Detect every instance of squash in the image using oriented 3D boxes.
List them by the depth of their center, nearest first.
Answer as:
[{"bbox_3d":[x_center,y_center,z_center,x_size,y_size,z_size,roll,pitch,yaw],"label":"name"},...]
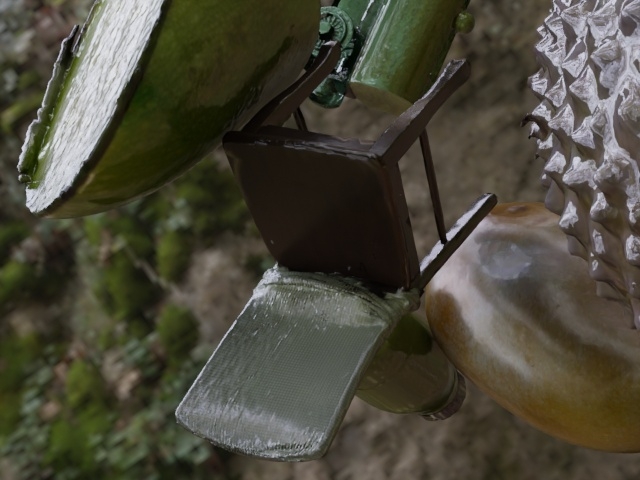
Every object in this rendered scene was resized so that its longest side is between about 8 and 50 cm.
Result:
[{"bbox_3d":[-0.161,-0.145,1.391,0.234,0.210,0.309,-39,-1,41],"label":"squash"}]

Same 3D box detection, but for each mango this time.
[{"bbox_3d":[0.267,0.089,1.717,0.221,0.384,0.199,-58,-42,-10],"label":"mango"}]

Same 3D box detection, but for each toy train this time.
[{"bbox_3d":[0.090,-0.290,2.069,0.307,0.189,0.126,-66,-31,-12],"label":"toy train"}]

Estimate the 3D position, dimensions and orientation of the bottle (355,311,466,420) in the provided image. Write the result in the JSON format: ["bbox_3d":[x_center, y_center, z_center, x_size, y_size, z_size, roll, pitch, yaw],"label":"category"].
[{"bbox_3d":[0.081,0.130,1.844,0.112,0.112,0.260,-38,-33,9],"label":"bottle"}]

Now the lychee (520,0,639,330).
[{"bbox_3d":[0.310,-0.087,1.002,0.380,0.380,0.432,-34,27,-12],"label":"lychee"}]

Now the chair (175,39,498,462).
[{"bbox_3d":[0.000,0.000,1.363,0.319,0.160,0.186,-49,-42,-36],"label":"chair"}]
